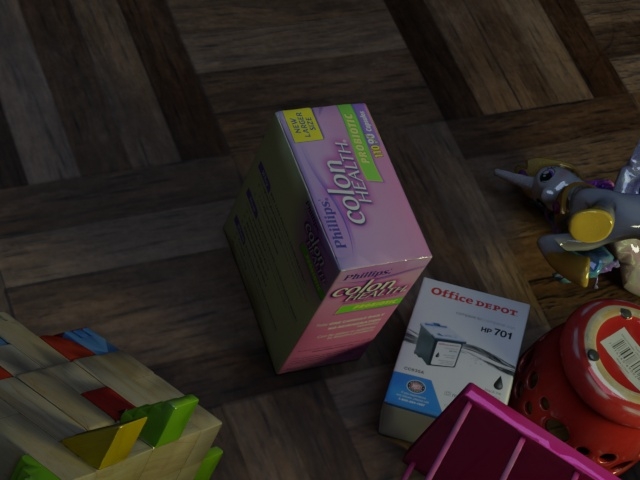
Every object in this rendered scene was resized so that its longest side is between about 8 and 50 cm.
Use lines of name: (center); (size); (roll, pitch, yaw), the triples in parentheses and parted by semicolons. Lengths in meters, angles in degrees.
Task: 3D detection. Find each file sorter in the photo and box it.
file sorter: (0.211, 0.336, 1.431); (0.290, 0.202, 0.182); (33, 56, 2)

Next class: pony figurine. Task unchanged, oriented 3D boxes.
pony figurine: (0.418, -0.034, 1.685); (0.351, 0.303, 0.363); (3, 18, -5)

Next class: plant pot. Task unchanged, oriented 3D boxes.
plant pot: (0.341, 0.175, 1.603); (0.191, 0.174, 0.191); (11, 54, -16)

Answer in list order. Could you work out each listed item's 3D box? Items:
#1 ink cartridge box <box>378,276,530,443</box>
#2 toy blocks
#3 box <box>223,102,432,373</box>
ink cartridge box: (0.161, 0.153, 1.588); (0.139, 0.082, 0.191); (14, 53, 9)
toy blocks: (-0.283, 0.173, 1.321); (0.261, 0.191, 0.381); (33, 15, 19)
box: (0.000, 0.000, 1.544); (0.117, 0.243, 0.213); (-9, 61, -25)
